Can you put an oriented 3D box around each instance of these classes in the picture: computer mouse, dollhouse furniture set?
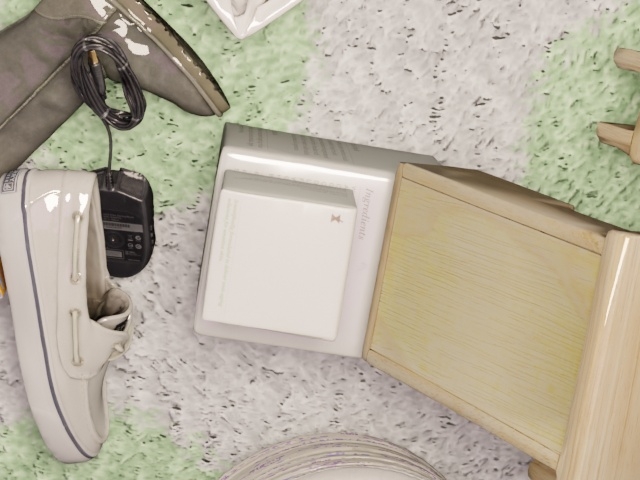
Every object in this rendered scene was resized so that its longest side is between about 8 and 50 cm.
[{"bbox_3d":[-0.166,-0.066,1.363,0.071,0.041,0.242,9,132,6],"label":"computer mouse"},{"bbox_3d":[0.273,0.054,1.272,0.394,0.256,0.362,4,103,-32],"label":"dollhouse furniture set"}]

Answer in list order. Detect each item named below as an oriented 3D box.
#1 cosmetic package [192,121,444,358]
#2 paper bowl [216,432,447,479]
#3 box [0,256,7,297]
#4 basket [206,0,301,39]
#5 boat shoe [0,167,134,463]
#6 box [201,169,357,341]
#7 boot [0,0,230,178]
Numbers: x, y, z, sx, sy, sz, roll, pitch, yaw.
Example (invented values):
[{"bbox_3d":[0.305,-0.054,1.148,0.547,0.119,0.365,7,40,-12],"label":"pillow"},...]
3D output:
[{"bbox_3d":[0.000,0.000,1.373,0.183,0.151,0.151,9,101,-3],"label":"cosmetic package"},{"bbox_3d":[0.016,0.314,1.421,0.284,0.148,0.284,-3,104,-11],"label":"paper bowl"},{"bbox_3d":[-0.290,0.031,1.373,0.081,0.136,0.028,-15,102,0],"label":"box"},{"bbox_3d":[-0.067,-0.256,1.340,0.113,0.103,0.167,-34,101,5],"label":"basket"},{"bbox_3d":[-0.193,0.063,1.385,0.088,0.096,0.267,-3,113,8],"label":"boat shoe"},{"bbox_3d":[-0.030,0.010,1.251,0.102,0.087,0.101,9,101,-4],"label":"box"},{"bbox_3d":[-0.204,-0.108,1.381,0.189,0.076,0.208,44,94,-8],"label":"boot"}]
